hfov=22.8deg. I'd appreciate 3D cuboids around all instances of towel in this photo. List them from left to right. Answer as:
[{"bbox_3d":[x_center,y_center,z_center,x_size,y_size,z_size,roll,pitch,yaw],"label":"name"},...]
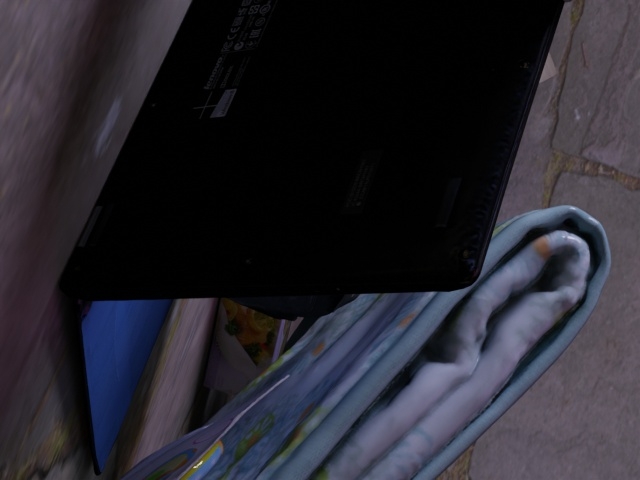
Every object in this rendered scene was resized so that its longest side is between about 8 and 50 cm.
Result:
[{"bbox_3d":[0.007,0.122,1.111,0.374,0.090,0.320,-42,-172,-15],"label":"towel"}]

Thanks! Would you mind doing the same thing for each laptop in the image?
[{"bbox_3d":[0.012,-0.062,1.018,0.236,0.408,0.382,51,48,-41],"label":"laptop"}]

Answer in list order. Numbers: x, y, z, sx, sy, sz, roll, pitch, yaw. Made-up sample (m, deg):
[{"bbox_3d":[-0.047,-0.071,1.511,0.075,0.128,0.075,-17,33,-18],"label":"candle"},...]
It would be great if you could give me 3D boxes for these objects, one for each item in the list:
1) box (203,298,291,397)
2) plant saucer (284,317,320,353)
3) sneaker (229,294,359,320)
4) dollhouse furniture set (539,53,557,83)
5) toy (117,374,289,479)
[{"bbox_3d":[-0.044,0.002,1.429,0.067,0.063,0.324,-65,171,-57],"label":"box"},{"bbox_3d":[-0.053,0.186,1.557,0.317,0.044,0.317,-58,-177,4],"label":"plant saucer"},{"bbox_3d":[0.000,0.000,1.150,0.234,0.106,0.078,-34,-149,52],"label":"sneaker"},{"bbox_3d":[0.037,-0.206,1.537,0.303,0.198,0.286,-28,99,-47],"label":"dollhouse furniture set"},{"bbox_3d":[-0.104,0.167,0.894,0.137,0.056,0.237,-31,-179,31],"label":"toy"}]
